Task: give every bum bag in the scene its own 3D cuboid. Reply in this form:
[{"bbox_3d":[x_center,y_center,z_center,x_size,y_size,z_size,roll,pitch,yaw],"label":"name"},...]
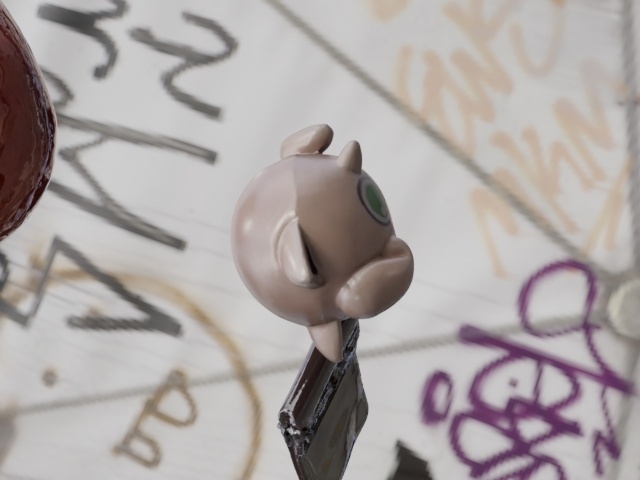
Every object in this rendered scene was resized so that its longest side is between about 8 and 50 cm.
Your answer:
[{"bbox_3d":[0.009,0.127,1.165,0.159,0.026,0.109,75,-146,-52],"label":"bum bag"}]

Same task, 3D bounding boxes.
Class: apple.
[{"bbox_3d":[-0.335,-0.094,1.217,0.216,0.260,0.260,-29,-49,-27],"label":"apple"}]

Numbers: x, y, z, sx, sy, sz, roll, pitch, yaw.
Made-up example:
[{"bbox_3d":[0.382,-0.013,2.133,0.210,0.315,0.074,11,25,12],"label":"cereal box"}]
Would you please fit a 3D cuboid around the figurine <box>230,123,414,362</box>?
[{"bbox_3d":[0.000,0.000,1.083,0.125,0.125,0.138,59,-160,-51],"label":"figurine"}]
